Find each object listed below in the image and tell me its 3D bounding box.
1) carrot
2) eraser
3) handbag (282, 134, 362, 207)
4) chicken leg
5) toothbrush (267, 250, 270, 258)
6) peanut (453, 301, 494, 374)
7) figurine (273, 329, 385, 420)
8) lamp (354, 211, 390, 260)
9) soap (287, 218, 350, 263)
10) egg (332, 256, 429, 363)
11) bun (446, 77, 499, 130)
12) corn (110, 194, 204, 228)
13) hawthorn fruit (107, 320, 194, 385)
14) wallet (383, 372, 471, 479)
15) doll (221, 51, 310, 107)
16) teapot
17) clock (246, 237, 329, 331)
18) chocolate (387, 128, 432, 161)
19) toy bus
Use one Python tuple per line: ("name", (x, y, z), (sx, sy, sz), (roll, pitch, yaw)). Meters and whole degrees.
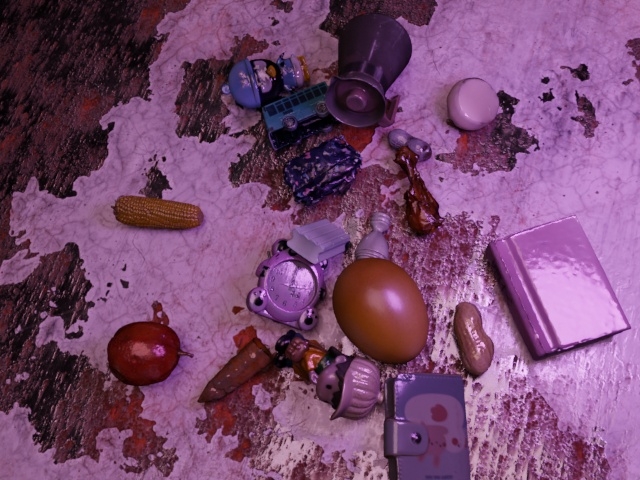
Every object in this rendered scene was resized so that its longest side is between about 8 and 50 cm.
("carrot", (-0.262, 0.401, 1.780), (0.263, 0.102, 0.102), (-40, 69, -3))
("eraser", (0.671, 0.135, 1.711), (0.272, 0.122, 0.359), (-19, 69, 0))
("handbag", (0.009, -0.225, 1.959), (0.260, 0.113, 0.162), (-30, 61, -1))
("chicken leg", (0.306, -0.161, 1.888), (0.113, 0.093, 0.304), (-11, 73, -5))
("toothbrush", (-0.148, 0.108, 1.913), (0.014, 0.011, 0.167), (-15, 68, -2))
("peanut", (0.437, 0.277, 1.710), (0.099, 0.090, 0.214), (-19, 68, 15))
("figurine", (0.030, 0.372, 1.710), (0.205, 0.185, 0.332), (-23, 45, -30))
("lamp", (0.169, 0.003, 1.856), (0.106, 0.106, 0.192), (10, 64, 13))
("soap", (0.000, 0.000, 1.830), (0.119, 0.198, 0.066), (35, 115, 18))
("egg", (0.174, 0.200, 1.698), (0.250, 0.250, 0.322), (-34, 76, -4))
("bun", (0.486, -0.442, 1.954), (0.173, 0.120, 0.172), (3, 81, -20))
("corn", (-0.545, -0.091, 2.009), (0.306, 0.106, 0.106), (6, 71, 7))
("hawthorn fruit", (-0.507, 0.337, 1.794), (0.254, 0.205, 0.205), (-5, 69, 0))
("wallet", (0.286, 0.542, 1.610), (0.252, 0.083, 0.360), (7, 68, -18))
("doll", (-0.197, -0.570, 2.107), (0.314, 0.141, 0.177), (-17, 84, -2))
("teapot", (0.164, -0.543, 1.962), (0.253, 0.300, 0.343), (-15, 43, 41))
("clock", (-0.091, 0.134, 1.818), (0.228, 0.090, 0.247), (22, 75, -11))
("chocolate", (0.295, -0.314, 1.965), (0.167, 0.072, 0.072), (32, 78, 20))
("toy bus", (-0.071, -0.427, 2.040), (0.256, 0.128, 0.147), (-22, 66, -2))
